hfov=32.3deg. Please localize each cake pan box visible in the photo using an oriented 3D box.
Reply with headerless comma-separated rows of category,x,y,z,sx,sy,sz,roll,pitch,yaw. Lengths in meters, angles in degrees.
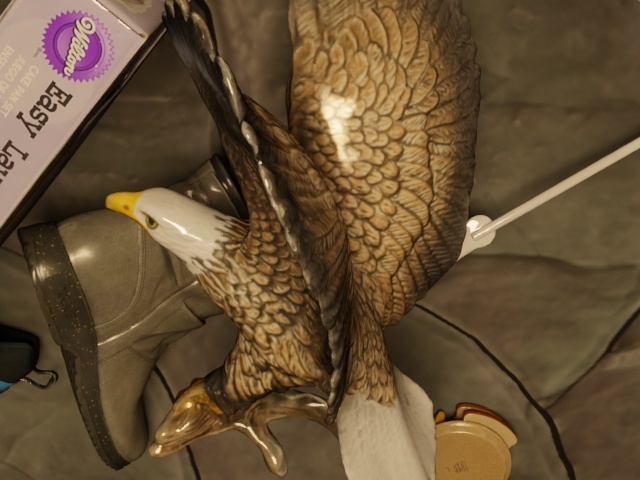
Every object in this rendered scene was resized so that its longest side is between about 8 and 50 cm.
cake pan box,-0.169,-0.079,0.659,0.070,0.245,0.267,37,111,-13

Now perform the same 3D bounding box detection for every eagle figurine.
eagle figurine,-0.011,-0.002,0.605,0.225,0.226,0.298,4,131,-27

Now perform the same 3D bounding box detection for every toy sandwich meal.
toy sandwich meal,0.108,0.162,0.845,0.086,0.029,0.085,3,117,6

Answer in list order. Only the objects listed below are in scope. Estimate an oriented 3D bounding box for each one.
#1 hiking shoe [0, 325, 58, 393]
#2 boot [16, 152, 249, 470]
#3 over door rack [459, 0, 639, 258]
hiking shoe,-0.309,-0.009,0.793,0.132,0.113,0.304,-23,110,-9
boot,-0.106,0.061,0.790,0.161,0.083,0.246,-19,136,-13
over door rack,0.152,-0.140,0.672,0.324,0.108,0.239,-26,106,16
